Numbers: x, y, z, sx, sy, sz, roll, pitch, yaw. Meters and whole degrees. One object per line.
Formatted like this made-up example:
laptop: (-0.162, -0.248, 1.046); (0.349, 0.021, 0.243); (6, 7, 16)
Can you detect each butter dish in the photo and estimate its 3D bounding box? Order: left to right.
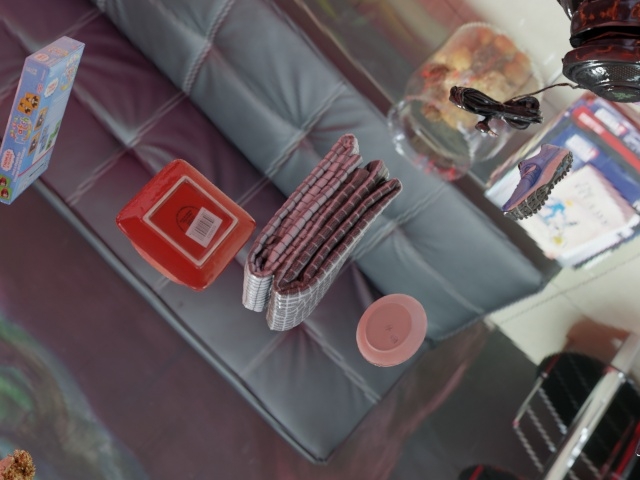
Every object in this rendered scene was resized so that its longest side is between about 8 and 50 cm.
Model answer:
butter dish: (-0.203, -0.006, 1.328); (0.160, 0.160, 0.118); (40, 142, -4)

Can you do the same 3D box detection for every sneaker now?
sneaker: (0.371, -0.104, 1.626); (0.073, 0.162, 0.063); (36, 170, 37)

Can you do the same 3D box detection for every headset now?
headset: (0.294, -0.249, 0.988); (0.185, 0.243, 0.394); (11, 146, -14)

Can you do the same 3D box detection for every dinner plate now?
dinner plate: (0.125, 0.159, 1.672); (0.141, 0.141, 0.017); (18, 166, 38)

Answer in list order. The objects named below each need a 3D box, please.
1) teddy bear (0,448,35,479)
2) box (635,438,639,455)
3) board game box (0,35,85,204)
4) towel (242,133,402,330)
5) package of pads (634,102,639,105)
teddy bear: (-0.402, 0.455, 1.302); (0.245, 0.113, 0.338); (-91, -6, -75)
box: (0.550, 0.125, 1.126); (0.183, 0.296, 0.294); (27, 116, 24)
board game box: (-0.404, -0.175, 1.321); (0.039, 0.160, 0.211); (23, 112, -6)
towel: (0.000, 0.000, 1.461); (0.121, 0.283, 0.235); (37, 163, 8)
package of pads: (0.483, -0.240, 1.347); (0.032, 0.050, 0.083); (8, 145, -26)
